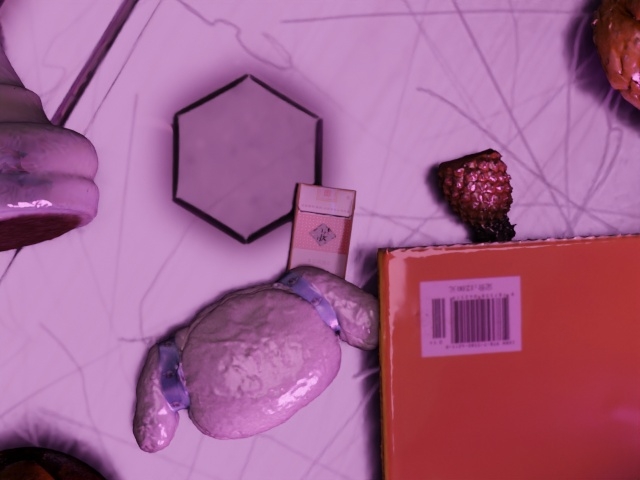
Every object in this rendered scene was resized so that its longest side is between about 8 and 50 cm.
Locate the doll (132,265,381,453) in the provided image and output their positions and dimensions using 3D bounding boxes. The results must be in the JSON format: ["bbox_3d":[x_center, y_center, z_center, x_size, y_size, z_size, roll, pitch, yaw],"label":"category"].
[{"bbox_3d":[-0.049,0.088,1.401,0.214,0.071,0.103,-28,96,-5],"label":"doll"}]

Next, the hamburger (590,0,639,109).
[{"bbox_3d":[0.319,-0.173,1.421,0.183,0.130,0.206,35,89,-4],"label":"hamburger"}]

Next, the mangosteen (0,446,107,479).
[{"bbox_3d":[-0.208,0.224,1.329,0.172,0.184,0.172,4,69,-10],"label":"mangosteen"}]

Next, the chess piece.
[{"bbox_3d":[-0.270,-0.145,1.327,0.194,0.194,0.299,-9,83,-7],"label":"chess piece"}]

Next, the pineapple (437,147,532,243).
[{"bbox_3d":[0.130,-0.006,1.435,0.058,0.058,0.124,-19,98,-7],"label":"pineapple"}]

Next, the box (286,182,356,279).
[{"bbox_3d":[0.000,0.000,1.437,0.046,0.012,0.083,7,91,-6],"label":"box"}]

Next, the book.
[{"bbox_3d":[0.176,0.181,1.429,0.262,0.028,0.374,-3,99,-11],"label":"book"}]
